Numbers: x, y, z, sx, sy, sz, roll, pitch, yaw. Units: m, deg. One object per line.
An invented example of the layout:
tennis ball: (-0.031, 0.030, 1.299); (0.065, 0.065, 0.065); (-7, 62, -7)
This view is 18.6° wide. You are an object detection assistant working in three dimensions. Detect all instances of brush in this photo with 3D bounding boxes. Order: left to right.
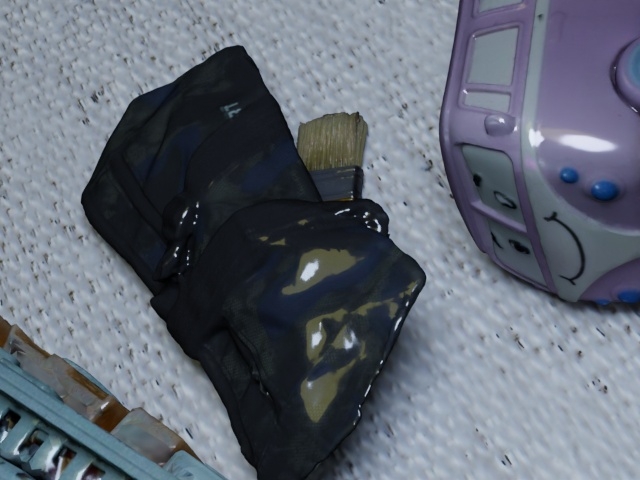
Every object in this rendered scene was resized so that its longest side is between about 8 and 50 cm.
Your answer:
brush: (0.000, 0.000, 1.078); (0.043, 0.014, 0.170); (-8, 53, 19)

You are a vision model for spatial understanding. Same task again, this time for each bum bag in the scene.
bum bag: (-0.041, 0.000, 1.045); (0.137, 0.074, 0.310); (-47, 46, 9)

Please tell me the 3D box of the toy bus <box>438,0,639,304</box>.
toy bus: (0.142, -0.075, 0.994); (0.142, 0.142, 0.203); (0, 54, 16)

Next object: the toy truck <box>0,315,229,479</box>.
toy truck: (-0.102, 0.137, 0.905); (0.338, 0.184, 0.133); (31, 72, 37)
